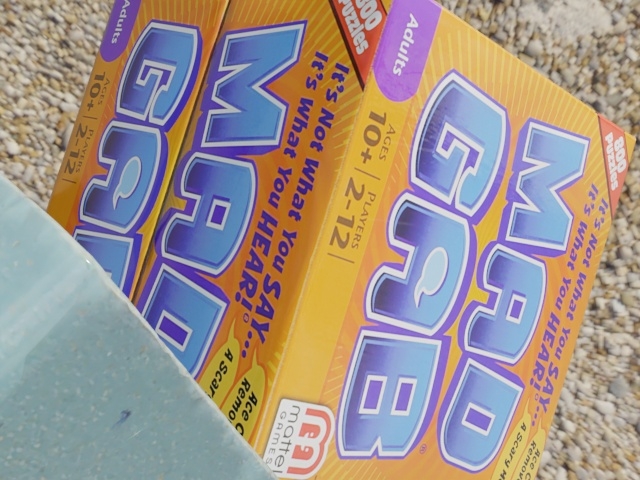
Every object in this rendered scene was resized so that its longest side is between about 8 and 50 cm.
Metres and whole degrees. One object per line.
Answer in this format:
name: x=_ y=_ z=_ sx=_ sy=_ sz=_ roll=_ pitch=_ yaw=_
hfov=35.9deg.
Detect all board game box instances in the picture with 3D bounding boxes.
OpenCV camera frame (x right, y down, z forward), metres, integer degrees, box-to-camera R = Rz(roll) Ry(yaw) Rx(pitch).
board game box: x=0.000 y=0.000 z=0.893 sx=0.356 sy=0.356 sz=0.356 roll=15 pitch=87 yaw=46

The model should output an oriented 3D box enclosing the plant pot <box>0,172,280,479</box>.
plant pot: x=-0.202 y=0.104 z=0.450 sx=0.252 sy=0.248 sz=0.247 roll=-44 pitch=52 yaw=-14
